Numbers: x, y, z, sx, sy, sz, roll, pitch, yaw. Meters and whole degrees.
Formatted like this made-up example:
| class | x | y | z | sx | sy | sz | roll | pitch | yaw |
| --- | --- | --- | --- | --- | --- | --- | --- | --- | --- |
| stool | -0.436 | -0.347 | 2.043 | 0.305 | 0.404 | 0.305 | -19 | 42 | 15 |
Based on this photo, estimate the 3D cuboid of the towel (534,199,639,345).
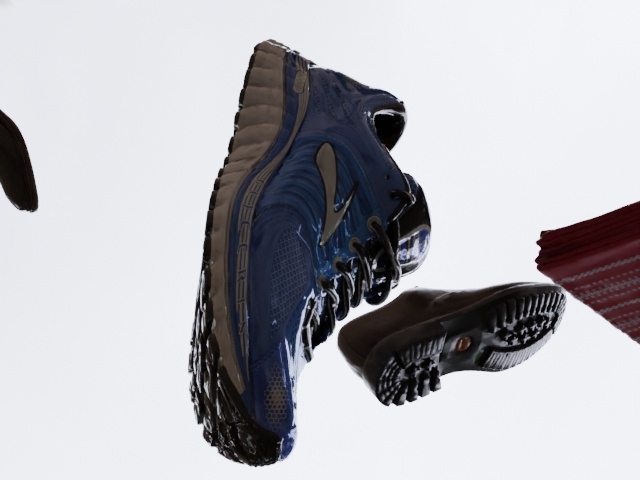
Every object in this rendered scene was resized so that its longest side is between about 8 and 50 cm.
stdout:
| class | x | y | z | sx | sy | sz | roll | pitch | yaw |
| --- | --- | --- | --- | --- | --- | --- | --- | --- | --- |
| towel | 0.315 | 0.033 | 1.116 | 0.199 | 0.275 | 0.031 | -21 | -128 | 33 |

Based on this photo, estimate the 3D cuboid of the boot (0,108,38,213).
| class | x | y | z | sx | sy | sz | roll | pitch | yaw |
| --- | --- | --- | --- | --- | --- | --- | --- | --- | --- |
| boot | -0.401 | -0.115 | 1.625 | 0.106 | 0.082 | 0.219 | -22 | -101 | -27 |

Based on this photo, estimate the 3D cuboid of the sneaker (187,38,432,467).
| class | x | y | z | sx | sy | sz | roll | pitch | yaw |
| --- | --- | --- | --- | --- | --- | --- | --- | --- | --- |
| sneaker | 0.000 | 0.000 | 0.934 | 0.147 | 0.130 | 0.330 | 12 | -130 | -1 |

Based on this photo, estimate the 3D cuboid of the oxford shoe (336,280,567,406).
| class | x | y | z | sx | sy | sz | roll | pitch | yaw |
| --- | --- | --- | --- | --- | --- | --- | --- | --- | --- |
| oxford shoe | 0.113 | 0.065 | 1.223 | 0.227 | 0.083 | 0.096 | -10 | -148 | -34 |
